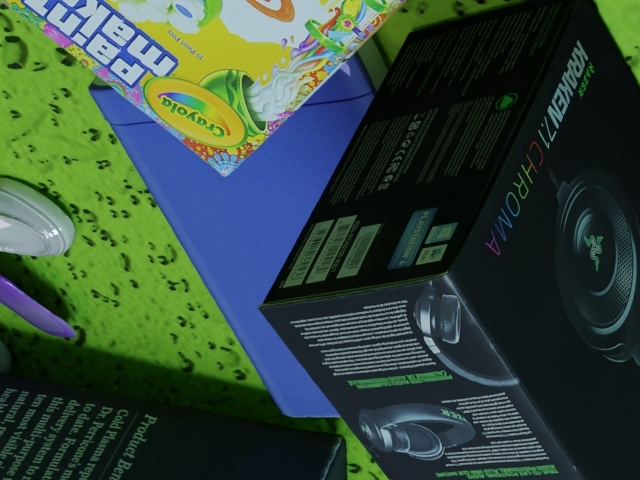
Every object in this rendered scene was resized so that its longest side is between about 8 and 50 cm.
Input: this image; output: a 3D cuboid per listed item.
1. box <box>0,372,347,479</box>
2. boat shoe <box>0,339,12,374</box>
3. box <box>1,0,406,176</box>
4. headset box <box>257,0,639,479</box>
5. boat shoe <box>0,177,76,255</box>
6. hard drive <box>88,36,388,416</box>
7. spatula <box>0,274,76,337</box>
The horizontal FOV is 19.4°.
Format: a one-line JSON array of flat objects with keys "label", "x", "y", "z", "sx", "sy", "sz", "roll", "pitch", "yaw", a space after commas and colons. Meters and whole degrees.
[{"label": "box", "x": -0.235, "y": 0.378, "z": 1.511, "sx": 0.471, "sy": 0.297, "sz": 0.480, "roll": 10, "pitch": 128, "yaw": 15}, {"label": "boat shoe", "x": -0.357, "y": 0.130, "z": 1.607, "sx": 0.226, "sy": 0.076, "sz": 0.083, "roll": -15, "pitch": 124, "yaw": 40}, {"label": "box", "x": -0.059, "y": -0.239, "z": 0.935, "sx": 0.290, "sy": 0.177, "sz": 0.279, "roll": 38, "pitch": 131, "yaw": -12}, {"label": "headset box", "x": 0.128, "y": 0.045, "z": 1.103, "sx": 0.131, "sy": 0.246, "sz": 0.283, "roll": -10, "pitch": 127, "yaw": 37}, {"label": "boat shoe", "x": -0.277, "y": -0.018, "z": 1.411, "sx": 0.184, "sy": 0.063, "sz": 0.066, "roll": 21, "pitch": 140, "yaw": 9}, {"label": "hard drive", "x": 0.000, "y": 0.000, "z": 1.290, "sx": 0.210, "sy": 0.040, "sz": 0.319, "roll": -4, "pitch": 131, "yaw": 32}, {"label": "spatula", "x": -0.317, "y": 0.018, "z": 1.426, "sx": 0.296, "sy": 0.030, "sz": 0.084, "roll": 21, "pitch": 170, "yaw": -31}]
